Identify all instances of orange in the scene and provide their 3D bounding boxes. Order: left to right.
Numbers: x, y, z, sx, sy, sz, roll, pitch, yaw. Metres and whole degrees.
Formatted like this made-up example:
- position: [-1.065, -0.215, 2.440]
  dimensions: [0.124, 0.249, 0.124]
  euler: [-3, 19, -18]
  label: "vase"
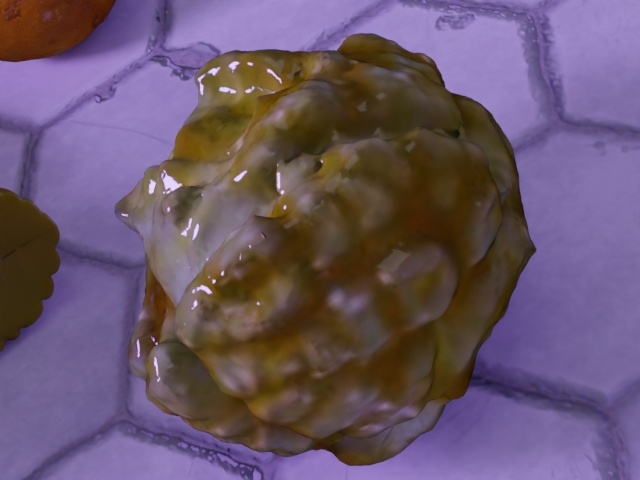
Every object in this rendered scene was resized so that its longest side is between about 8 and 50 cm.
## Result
- position: [-0.319, -0.303, 1.268]
  dimensions: [0.240, 0.240, 0.240]
  euler: [-10, 50, 12]
  label: "orange"

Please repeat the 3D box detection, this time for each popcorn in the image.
- position: [0.005, -0.008, 0.871]
  dimensions: [0.274, 0.279, 0.335]
  euler: [31, 81, -7]
  label: "popcorn"

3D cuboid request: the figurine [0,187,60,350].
- position: [-0.380, -0.026, 1.135]
  dimensions: [0.187, 0.168, 0.315]
  euler: [-58, 40, 7]
  label: "figurine"
